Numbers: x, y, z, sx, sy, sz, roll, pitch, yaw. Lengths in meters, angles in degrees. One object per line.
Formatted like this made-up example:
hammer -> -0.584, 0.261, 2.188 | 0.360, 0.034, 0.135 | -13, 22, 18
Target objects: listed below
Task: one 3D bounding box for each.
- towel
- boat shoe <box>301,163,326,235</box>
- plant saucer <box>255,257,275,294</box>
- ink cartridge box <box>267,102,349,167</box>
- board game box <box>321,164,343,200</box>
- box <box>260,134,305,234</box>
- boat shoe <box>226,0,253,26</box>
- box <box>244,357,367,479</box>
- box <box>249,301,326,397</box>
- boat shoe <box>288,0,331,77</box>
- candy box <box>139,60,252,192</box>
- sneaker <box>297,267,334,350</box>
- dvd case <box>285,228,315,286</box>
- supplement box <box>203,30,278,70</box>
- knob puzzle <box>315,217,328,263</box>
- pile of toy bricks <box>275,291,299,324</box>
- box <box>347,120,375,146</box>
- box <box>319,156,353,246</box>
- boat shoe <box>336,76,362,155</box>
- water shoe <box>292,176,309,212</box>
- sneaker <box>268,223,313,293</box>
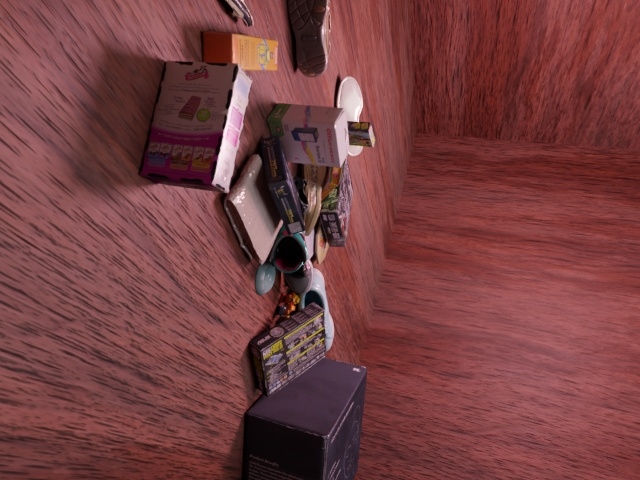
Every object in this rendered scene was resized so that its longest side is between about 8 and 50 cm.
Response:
towel -> -0.180, -0.079, 1.303 | 0.282, 0.049, 0.187 | 76, 28, -48
boat shoe -> -0.046, -0.159, 1.629 | 0.104, 0.090, 0.284 | -174, -87, -75
plant saucer -> -0.168, 0.115, 1.467 | 0.119, 0.021, 0.119 | 8, 90, -72
ink cartridge box -> -0.032, -0.309, 1.374 | 0.154, 0.213, 0.093 | 79, 26, -46
board game box -> 0.026, -0.223, 1.660 | 0.259, 0.039, 0.124 | 151, -48, -68
box -> -0.106, -0.155, 1.346 | 0.232, 0.059, 0.183 | 73, 2, -53
boat shoe -> -0.193, -0.533, 1.062 | 0.043, 0.049, 0.137 | -37, 160, 2
box -> -0.042, 0.742, 1.699 | 0.480, 0.298, 0.471 | -28, 127, -67
box -> -0.098, 0.359, 1.551 | 0.270, 0.060, 0.216 | -29, 130, -34
boat shoe -> -0.025, -0.666, 1.409 | 0.116, 0.123, 0.324 | -70, 167, -50
candy box -> -0.235, -0.217, 0.893 | 0.071, 0.159, 0.233 | 28, 72, -72
sneaker -> -0.028, 0.294, 1.762 | 0.150, 0.135, 0.365 | -83, 163, -65
dvd case -> -0.074, 0.030, 1.712 | 0.253, 0.022, 0.180 | -55, 148, -54
supplement box -> -0.179, -0.438, 1.090 | 0.233, 0.080, 0.077 | -47, 144, -63
knob puzzle -> 0.000, 0.000, 1.897 | 0.213, 0.030, 0.213 | 7, 90, -75
pile of toy bricks -> -0.094, 0.287, 1.634 | 0.118, 0.105, 0.212 | 45, 55, -68
box -> 0.088, -0.392, 1.708 | 0.114, 0.207, 0.036 | 53, 49, -64
box -> 0.070, -0.164, 1.897 | 0.242, 0.077, 0.307 | 72, 23, -55
boat shoe -> 0.108, -0.514, 1.944 | 0.099, 0.116, 0.319 | -139, -143, -59
water shoe -> -0.080, -0.106, 1.535 | 0.073, 0.080, 0.203 | -47, 142, -59
sneaker -> -0.085, 0.075, 1.489 | 0.178, 0.124, 0.295 | -77, 160, -63
